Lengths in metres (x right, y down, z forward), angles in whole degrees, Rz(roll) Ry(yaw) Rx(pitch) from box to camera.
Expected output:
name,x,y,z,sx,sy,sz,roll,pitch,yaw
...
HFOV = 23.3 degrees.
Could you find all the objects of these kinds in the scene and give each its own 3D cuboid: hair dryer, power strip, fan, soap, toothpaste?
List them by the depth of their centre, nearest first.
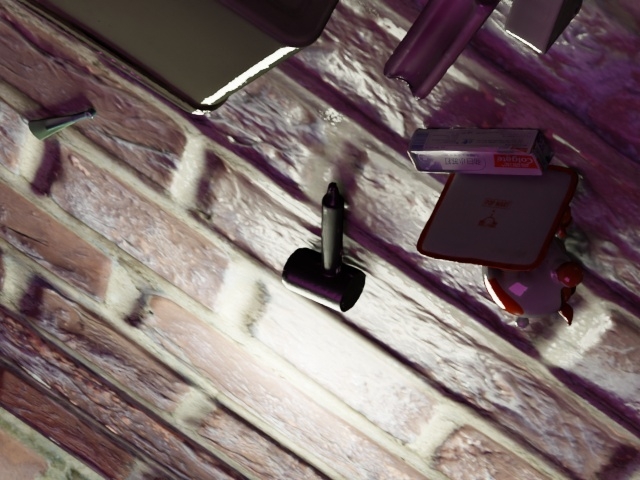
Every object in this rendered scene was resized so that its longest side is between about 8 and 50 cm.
name,x,y,z,sx,sy,sz,roll,pitch,yaw
power strip,0.262,-0.339,1.543,0.062,0.091,0.385,31,149,13
soap,0.152,-0.257,1.735,0.065,0.122,0.203,36,150,-1
toothpaste,0.199,-0.113,1.967,0.196,0.040,0.047,4,139,41
hair dryer,0.001,0.001,2.297,0.114,0.070,0.248,23,143,20
fan,-0.414,-0.190,2.484,0.193,0.016,0.038,-10,125,51

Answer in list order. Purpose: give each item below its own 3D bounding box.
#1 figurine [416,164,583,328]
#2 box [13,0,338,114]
name,x,y,z,sx,sy,sz,roll,pitch,yaw
figurine,0.268,0.028,2.011,0.183,0.160,0.226,9,150,37
box,-0.181,-0.329,1.810,0.352,0.177,0.344,33,161,-17
